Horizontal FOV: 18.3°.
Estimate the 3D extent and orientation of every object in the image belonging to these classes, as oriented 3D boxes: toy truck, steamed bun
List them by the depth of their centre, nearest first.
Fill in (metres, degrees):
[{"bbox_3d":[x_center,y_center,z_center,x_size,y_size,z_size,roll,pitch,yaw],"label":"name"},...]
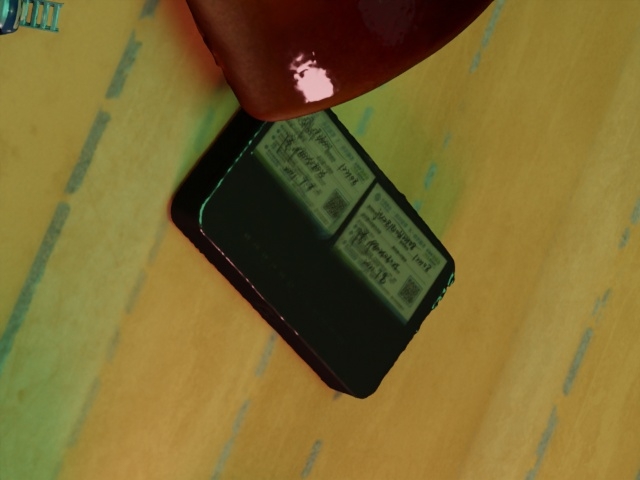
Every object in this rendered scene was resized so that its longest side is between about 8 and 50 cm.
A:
[{"bbox_3d":[-0.293,-0.221,1.895,0.090,0.073,0.056,5,97,-38],"label":"toy truck"},{"bbox_3d":[0.048,-0.299,2.030,0.379,0.248,0.235,-43,119,-25],"label":"steamed bun"}]

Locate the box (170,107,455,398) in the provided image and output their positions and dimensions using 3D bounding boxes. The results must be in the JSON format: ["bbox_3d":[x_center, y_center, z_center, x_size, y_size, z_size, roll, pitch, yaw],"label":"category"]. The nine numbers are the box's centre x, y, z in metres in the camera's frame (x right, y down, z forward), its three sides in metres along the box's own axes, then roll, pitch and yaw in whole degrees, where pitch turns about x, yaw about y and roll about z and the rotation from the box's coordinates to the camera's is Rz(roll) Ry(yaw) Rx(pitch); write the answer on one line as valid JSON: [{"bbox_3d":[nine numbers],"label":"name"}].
[{"bbox_3d":[0.000,0.000,2.190,0.211,0.058,0.350,-54,127,-18],"label":"box"}]
